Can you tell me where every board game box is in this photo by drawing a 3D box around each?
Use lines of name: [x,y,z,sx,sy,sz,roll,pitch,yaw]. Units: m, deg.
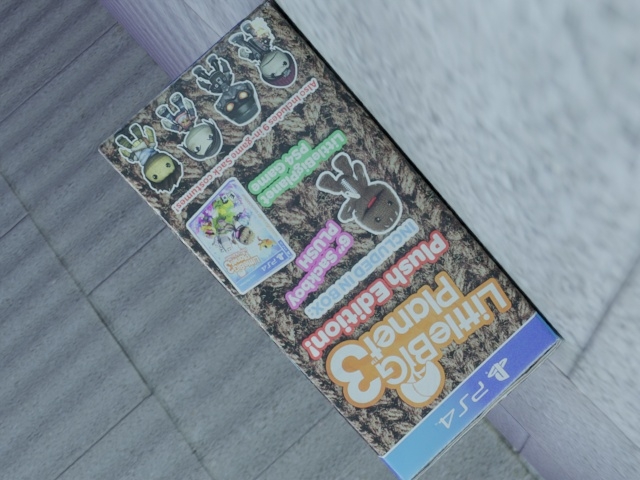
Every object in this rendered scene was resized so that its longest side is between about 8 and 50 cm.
board game box: [0.000,0.000,0.540,0.291,0.141,0.232,48,177,-7]
